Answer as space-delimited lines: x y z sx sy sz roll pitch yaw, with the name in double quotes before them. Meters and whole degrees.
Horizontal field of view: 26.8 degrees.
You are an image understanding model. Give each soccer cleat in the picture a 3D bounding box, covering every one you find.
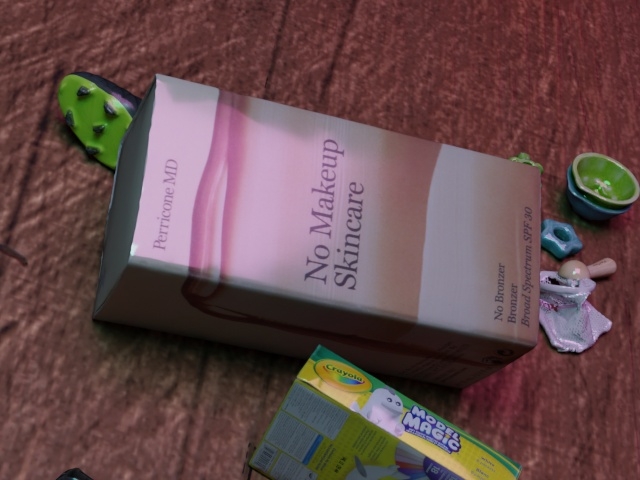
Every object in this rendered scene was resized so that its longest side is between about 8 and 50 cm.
"soccer cleat" -0.128 -0.077 1.072 0.179 0.060 0.072 35 32 0

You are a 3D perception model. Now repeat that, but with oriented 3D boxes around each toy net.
"toy net" 0.212 -0.002 1.176 0.122 0.045 0.232 23 42 -5

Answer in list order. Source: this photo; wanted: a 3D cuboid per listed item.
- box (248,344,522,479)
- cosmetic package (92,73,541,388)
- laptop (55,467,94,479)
"box" 0.051 0.155 0.889 0.179 0.105 0.043 33 42 5
"cosmetic package" 0.000 0.000 0.973 0.296 0.129 0.153 11 66 -17
"laptop" -0.075 0.379 0.509 0.382 0.407 0.236 32 8 5
